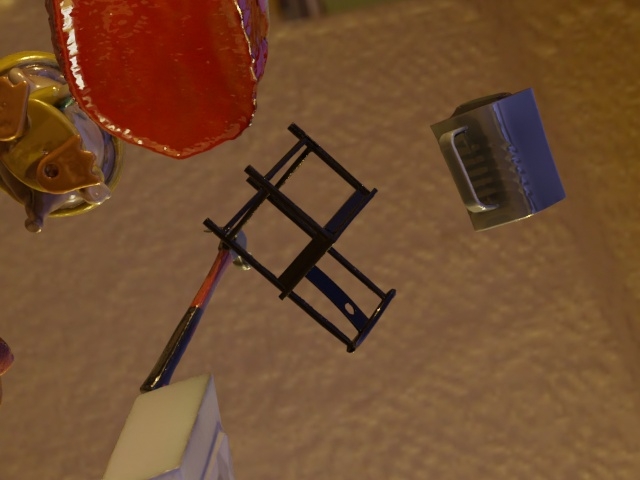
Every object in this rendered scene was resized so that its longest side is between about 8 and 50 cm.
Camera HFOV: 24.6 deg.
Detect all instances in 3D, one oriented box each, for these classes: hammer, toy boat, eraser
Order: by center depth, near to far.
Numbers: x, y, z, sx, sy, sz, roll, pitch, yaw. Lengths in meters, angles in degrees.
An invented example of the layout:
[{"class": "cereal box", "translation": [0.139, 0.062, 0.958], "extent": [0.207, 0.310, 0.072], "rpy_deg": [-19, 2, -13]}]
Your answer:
[{"class": "toy boat", "translation": [-0.107, -0.164, 0.972], "extent": [0.332, 0.145, 0.133], "rpy_deg": [93, -6, -71]}, {"class": "eraser", "translation": [-0.126, 0.352, 1.445], "extent": [0.213, 0.082, 0.397], "rpy_deg": [-74, 158, -64]}, {"class": "hammer", "translation": [-0.169, 0.097, 2.001], "extent": [0.288, 0.033, 0.111], "rpy_deg": [-64, 151, -32]}]

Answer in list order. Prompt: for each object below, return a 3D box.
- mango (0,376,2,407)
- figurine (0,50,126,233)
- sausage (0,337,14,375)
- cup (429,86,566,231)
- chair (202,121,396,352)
[{"class": "mango", "translation": [-0.329, 0.062, 1.127], "extent": [0.227, 0.109, 0.147], "rpy_deg": [50, -24, -17]}, {"class": "figurine", "translation": [-0.329, -0.126, 1.743], "extent": [0.215, 0.187, 0.343], "rpy_deg": [63, -4, -6]}, {"class": "sausage", "translation": [-0.548, 0.198, 2.092], "extent": [0.098, 0.238, 0.098], "rpy_deg": [27, -48, 34]}, {"class": "cup", "translation": [0.174, -0.081, 1.495], "extent": [0.095, 0.128, 0.129], "rpy_deg": [-19, -86, 42]}, {"class": "chair", "translation": [0.000, 0.000, 1.913], "extent": [0.141, 0.260, 0.154], "rpy_deg": [-49, 180, 40]}]
